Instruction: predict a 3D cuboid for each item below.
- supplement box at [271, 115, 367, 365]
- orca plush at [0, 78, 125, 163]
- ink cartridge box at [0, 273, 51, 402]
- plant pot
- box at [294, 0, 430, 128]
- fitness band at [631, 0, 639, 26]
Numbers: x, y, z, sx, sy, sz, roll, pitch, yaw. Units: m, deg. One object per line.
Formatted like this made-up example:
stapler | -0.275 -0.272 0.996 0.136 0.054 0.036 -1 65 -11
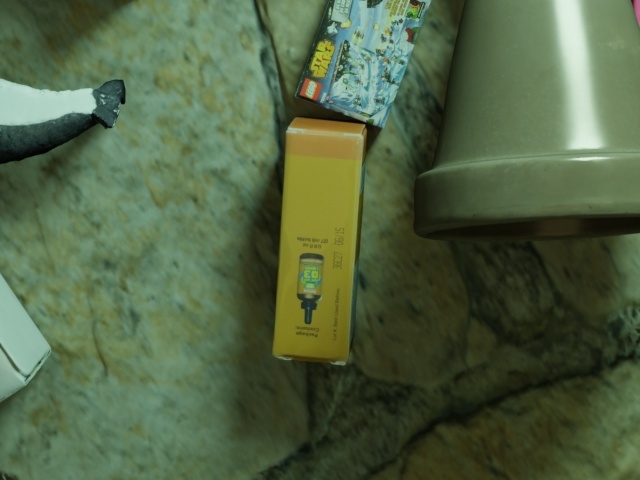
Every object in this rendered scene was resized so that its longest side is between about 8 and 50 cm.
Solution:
supplement box | 0.000 0.000 1.930 0.078 0.080 0.233 5 102 4
orca plush | -0.333 -0.119 1.940 0.287 0.102 0.151 -11 61 -4
ink cartridge box | -0.460 0.115 1.969 0.306 0.131 0.226 -32 98 10
plant pot | 0.211 -0.121 1.818 0.263 0.263 0.229 -4 85 6
box | 0.041 -0.188 1.906 0.094 0.027 0.137 20 104 -2
fitness band | 0.436 -0.231 1.849 0.291 0.054 0.209 -13 102 7
